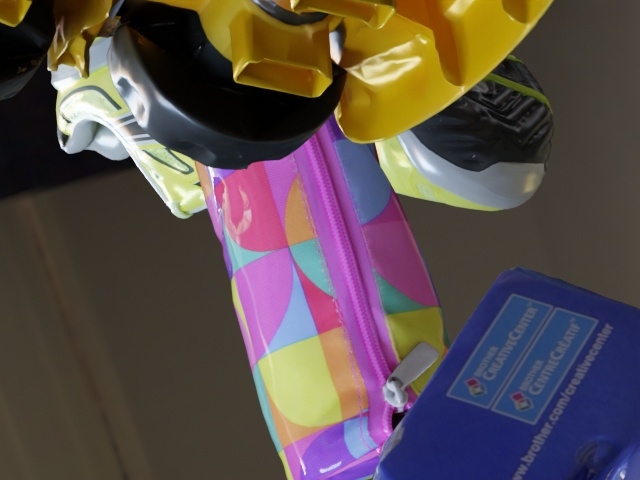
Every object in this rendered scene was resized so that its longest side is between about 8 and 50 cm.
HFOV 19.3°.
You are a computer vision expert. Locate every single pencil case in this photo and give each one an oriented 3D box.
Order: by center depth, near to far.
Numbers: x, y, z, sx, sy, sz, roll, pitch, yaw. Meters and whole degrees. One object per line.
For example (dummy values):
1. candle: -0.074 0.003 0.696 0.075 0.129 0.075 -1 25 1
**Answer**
1. pencil case: 0.000 0.000 0.863 0.104 0.236 0.104 -19 169 -4

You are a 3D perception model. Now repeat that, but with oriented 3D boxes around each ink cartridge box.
1. ink cartridge box: 0.077 0.203 0.679 0.151 0.395 0.270 18 -127 26

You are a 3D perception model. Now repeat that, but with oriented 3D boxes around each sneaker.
1. sneaker: -0.019 -0.074 1.102 0.145 0.147 0.384 1 -163 -42

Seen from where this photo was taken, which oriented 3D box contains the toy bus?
1. toy bus: -0.050 -0.150 0.568 0.220 0.211 0.149 7 153 -26
